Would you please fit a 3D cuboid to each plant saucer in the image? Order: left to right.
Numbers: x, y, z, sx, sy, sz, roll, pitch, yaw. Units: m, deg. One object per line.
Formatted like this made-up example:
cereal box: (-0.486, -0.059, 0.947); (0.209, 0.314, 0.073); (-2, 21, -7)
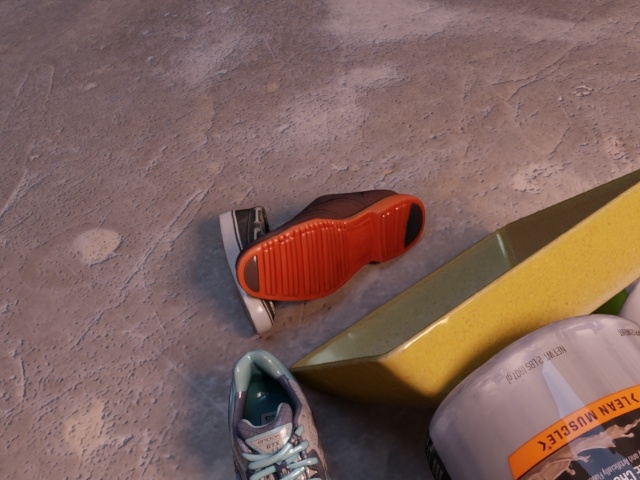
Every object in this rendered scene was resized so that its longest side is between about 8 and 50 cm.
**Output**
plant saucer: (0.154, 0.065, 0.797); (0.333, 0.333, 0.081); (-31, 88, -19)

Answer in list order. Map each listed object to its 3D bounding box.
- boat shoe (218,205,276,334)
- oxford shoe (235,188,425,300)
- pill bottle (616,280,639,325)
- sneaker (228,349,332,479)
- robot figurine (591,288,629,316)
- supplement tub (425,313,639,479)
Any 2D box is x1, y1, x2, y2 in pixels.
boat shoe: (-0.076, 0.025, 1.012); (0.070, 0.078, 0.219); (-18, 40, -3)
oxford shoe: (0.000, 0.000, 0.990); (0.271, 0.097, 0.098); (-17, 29, -37)
pill bottle: (0.412, 0.155, 0.638); (0.204, 0.204, 0.361); (-24, 42, -11)
sneaker: (-0.040, 0.220, 0.749); (0.110, 0.122, 0.283); (-18, 42, -6)
robot figurine: (0.289, 0.084, 0.854); (0.101, 0.067, 0.115); (-7, 41, 20)
supplement tub: (0.231, 0.234, 0.562); (0.207, 0.207, 0.338); (-22, 50, -9)
